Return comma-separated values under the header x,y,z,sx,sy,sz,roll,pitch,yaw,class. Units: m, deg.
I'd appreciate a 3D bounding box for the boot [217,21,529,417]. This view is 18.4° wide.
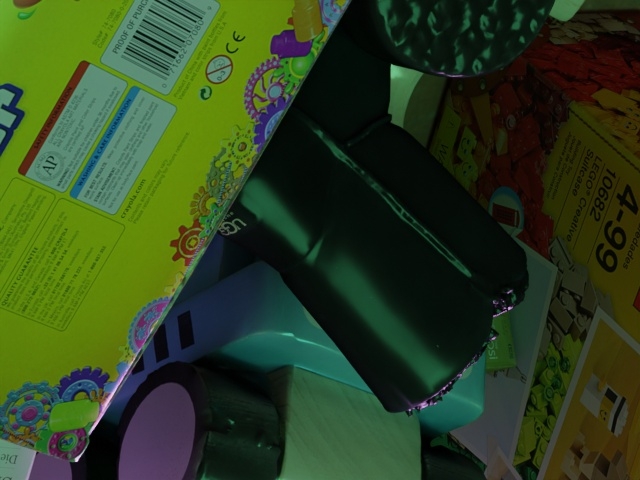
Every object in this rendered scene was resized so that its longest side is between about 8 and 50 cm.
x,y,z,sx,sy,sz,roll,pitch,yaw,class
0.033,-0.050,1.087,0.207,0.094,0.246,43,51,-22,boot

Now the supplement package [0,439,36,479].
x,y,z,sx,sy,sz,roll,pitch,yaw,class
-0.305,0.161,1.086,0.199,0.198,0.262,11,100,-36,supplement package

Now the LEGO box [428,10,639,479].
x,y,z,sx,sy,sz,roll,pitch,yaw,class
0.210,0.140,1.403,0.193,0.372,0.500,-6,126,-32,LEGO box

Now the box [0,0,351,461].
x,y,z,sx,sy,sz,roll,pitch,yaw,class
-0.172,-0.097,0.978,0.177,0.279,0.290,26,98,-40,box

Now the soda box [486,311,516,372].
x,y,z,sx,sy,sz,roll,pitch,yaw,class
0.056,0.074,1.390,0.058,0.181,0.061,-2,80,-34,soda box

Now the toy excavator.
x,y,z,sx,sy,sz,roll,pitch,yaw,class
0.000,0.000,1.267,0.222,0.445,0.433,21,148,-32,toy excavator

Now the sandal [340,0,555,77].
x,y,z,sx,sy,sz,roll,pitch,yaw,class
0.086,-0.309,1.010,0.168,0.107,0.445,11,100,-37,sandal
